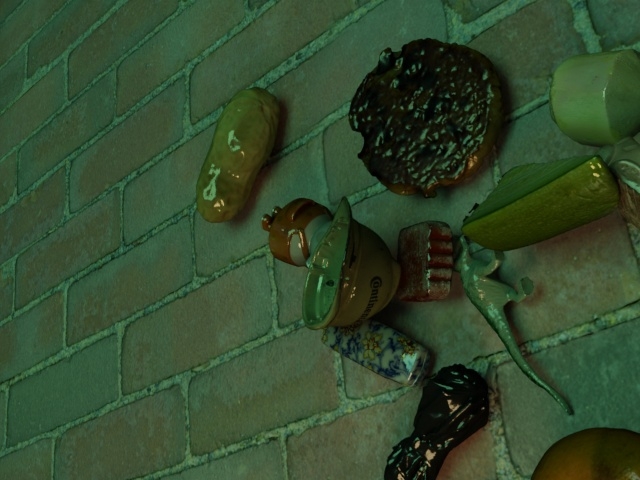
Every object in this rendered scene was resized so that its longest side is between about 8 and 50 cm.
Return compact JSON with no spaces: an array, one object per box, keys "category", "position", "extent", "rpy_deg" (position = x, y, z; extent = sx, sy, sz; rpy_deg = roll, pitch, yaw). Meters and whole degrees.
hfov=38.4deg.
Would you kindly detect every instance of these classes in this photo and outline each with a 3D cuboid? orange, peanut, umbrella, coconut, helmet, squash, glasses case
[{"category":"orange","position":[0.385,0.358,1.194],"extent":[0.240,0.171,0.240],"rpy_deg":[-24,57,44]},{"category":"peanut","position":[-0.185,-0.187,2.019],"extent":[0.147,0.147,0.319],"rpy_deg":[26,92,48]},{"category":"umbrella","position":[0.166,0.353,1.494],"extent":[0.118,0.118,0.340],"rpy_deg":[41,113,46]},{"category":"coconut","position":[0.433,-0.211,1.369],"extent":[0.152,0.147,0.147],"rpy_deg":[9,83,46]},{"category":"helmet","position":[0.069,0.057,1.597],"extent":[0.258,0.137,0.204],"rpy_deg":[118,160,-50]},{"category":"squash","position":[0.360,-0.072,1.350],"extent":[0.111,0.203,0.288],"rpy_deg":[51,141,-5]},{"category":"glasses case","position":[0.094,0.186,1.642],"extent":[0.248,0.065,0.087],"rpy_deg":[22,93,49]}]

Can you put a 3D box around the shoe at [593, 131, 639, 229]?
[{"category":"shoe","position":[0.535,-0.058,1.187],"extent":[0.198,0.172,0.351],"rpy_deg":[-44,60,1]}]

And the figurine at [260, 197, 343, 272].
[{"category":"figurine","position":[-0.001,0.006,1.778],"extent":[0.271,0.143,0.143],"rpy_deg":[34,103,22]}]

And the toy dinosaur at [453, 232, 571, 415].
[{"category":"toy dinosaur","position":[0.293,0.091,1.448],"extent":[0.383,0.076,0.129],"rpy_deg":[-115,29,-46]}]

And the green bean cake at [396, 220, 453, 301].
[{"category":"green bean cake","position":[0.180,0.037,1.583],"extent":[0.135,0.056,0.136],"rpy_deg":[160,114,-71]}]

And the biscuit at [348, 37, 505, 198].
[{"category":"biscuit","position":[0.192,-0.223,1.677],"extent":[0.334,0.081,0.289],"rpy_deg":[37,103,43]}]
